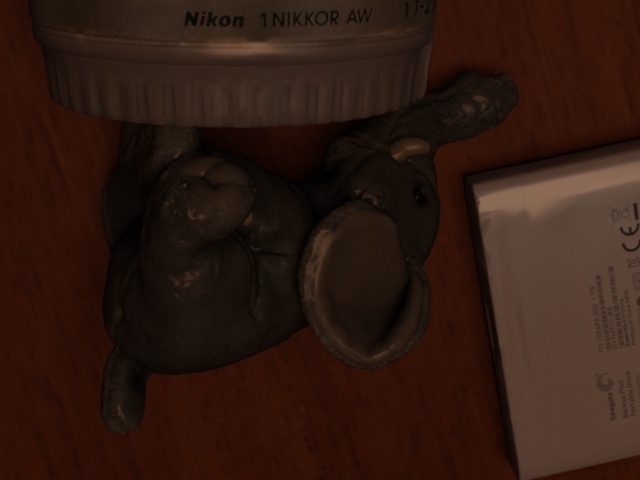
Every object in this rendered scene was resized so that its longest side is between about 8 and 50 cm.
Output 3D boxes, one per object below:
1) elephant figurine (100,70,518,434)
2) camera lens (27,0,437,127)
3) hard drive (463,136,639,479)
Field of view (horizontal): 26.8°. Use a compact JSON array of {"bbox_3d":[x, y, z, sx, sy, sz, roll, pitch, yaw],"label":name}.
[{"bbox_3d":[0.000,0.000,0.795,0.239,0.169,0.186,7,135,-24],"label":"elephant figurine"},{"bbox_3d":[-0.045,-0.210,0.684,0.219,0.219,0.274,-1,106,-6],"label":"camera lens"},{"bbox_3d":[0.267,0.026,0.882,0.319,0.040,0.210,-12,107,-3],"label":"hard drive"}]
